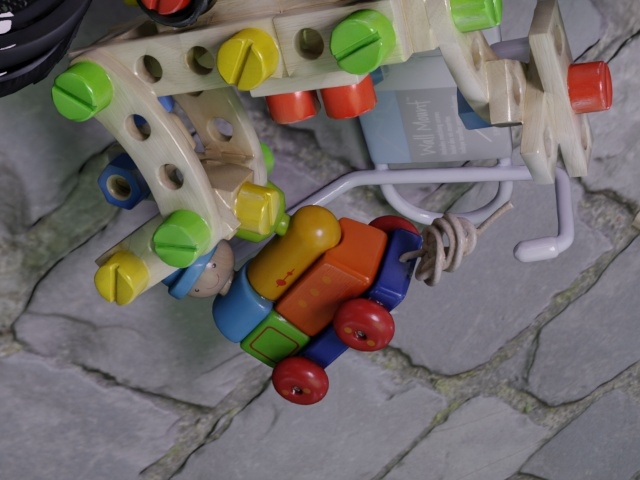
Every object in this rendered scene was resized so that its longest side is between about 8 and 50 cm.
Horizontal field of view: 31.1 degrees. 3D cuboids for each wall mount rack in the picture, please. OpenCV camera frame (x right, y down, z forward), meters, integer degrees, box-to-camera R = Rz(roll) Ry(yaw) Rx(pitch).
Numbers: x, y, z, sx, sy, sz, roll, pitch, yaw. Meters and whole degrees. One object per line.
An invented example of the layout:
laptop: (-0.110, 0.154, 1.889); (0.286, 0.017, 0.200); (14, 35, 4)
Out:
wall mount rack: (0.024, -0.080, 0.838); (0.304, 0.130, 0.350); (-3, 140, 14)

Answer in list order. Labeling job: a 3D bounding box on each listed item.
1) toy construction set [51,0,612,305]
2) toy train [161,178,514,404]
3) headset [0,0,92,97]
toy construction set: (-0.005, -0.083, 0.651); (0.328, 0.151, 0.215); (-10, 113, 13)
toy train: (0.000, 0.000, 0.780); (0.143, 0.105, 0.248); (32, 136, -12)
headset: (-0.150, -0.134, 0.569); (0.185, 0.243, 0.394); (15, 97, -16)
